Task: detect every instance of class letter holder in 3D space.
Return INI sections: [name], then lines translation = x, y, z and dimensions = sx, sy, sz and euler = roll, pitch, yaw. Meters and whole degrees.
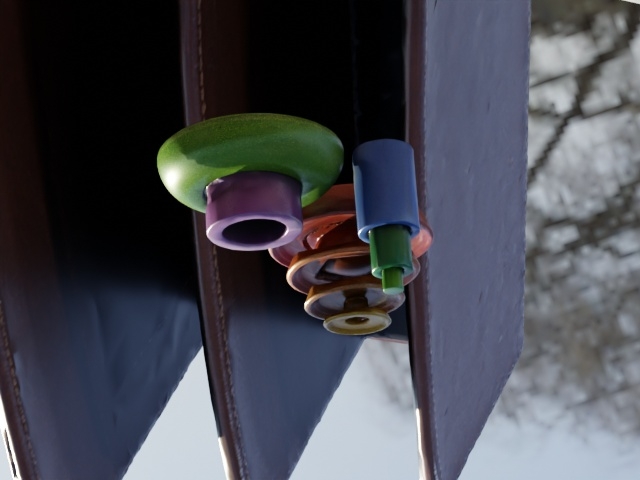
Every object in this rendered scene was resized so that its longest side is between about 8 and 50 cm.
[letter holder]
translation = -0.021, -0.026, 0.724
dimensions = 0.152, 0.301, 0.214
euler = 10, -142, 18

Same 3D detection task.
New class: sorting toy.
[sorting toy]
translation = 0.000, 0.000, 0.537
dimensions = 0.061, 0.042, 0.102
euler = -18, 154, 30

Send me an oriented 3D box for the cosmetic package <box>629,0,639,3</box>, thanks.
[cosmetic package]
translation = 0.163, -0.305, 0.775
dimensions = 0.162, 0.230, 0.453
euler = 8, 157, -16
